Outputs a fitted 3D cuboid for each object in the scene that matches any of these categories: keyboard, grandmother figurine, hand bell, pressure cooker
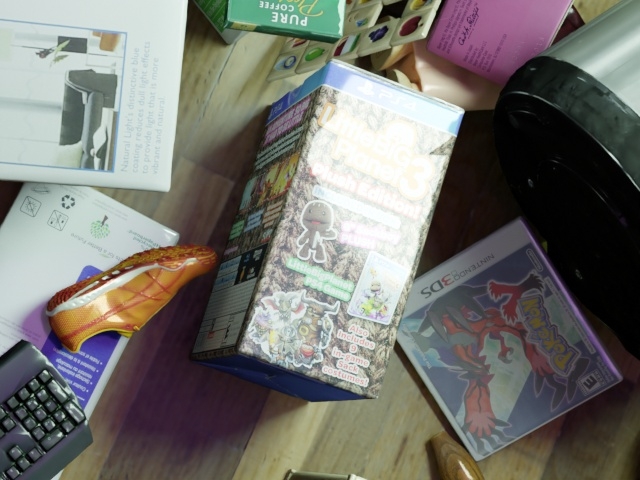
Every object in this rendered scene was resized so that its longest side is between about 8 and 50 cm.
[{"bbox_3d":[-0.383,0.205,1.457,0.317,0.033,0.201,-41,94,-17],"label":"keyboard"},{"bbox_3d":[0.227,-0.195,1.701,0.342,0.104,0.208,-2,86,-18],"label":"grandmother figurine"},{"bbox_3d":[0.185,0.308,1.643,0.126,0.126,0.242,-29,78,-16],"label":"hand bell"},{"bbox_3d":[0.425,-0.112,1.517,0.420,0.370,0.375,-33,92,-11],"label":"pressure cooker"}]

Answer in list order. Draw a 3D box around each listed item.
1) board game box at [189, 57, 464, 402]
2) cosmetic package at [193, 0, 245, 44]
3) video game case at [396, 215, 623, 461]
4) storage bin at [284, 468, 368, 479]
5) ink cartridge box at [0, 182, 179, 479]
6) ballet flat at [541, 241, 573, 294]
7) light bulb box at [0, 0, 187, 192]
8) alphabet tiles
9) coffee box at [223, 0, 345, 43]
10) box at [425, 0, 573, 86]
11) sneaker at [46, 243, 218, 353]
[{"bbox_3d":[0.000,0.000,1.544,0.141,0.232,0.291,20,79,-13],"label":"board game box"},{"bbox_3d":[-0.134,-0.399,1.573,0.155,0.197,0.365,-41,94,-13],"label":"cosmetic package"},{"bbox_3d":[0.187,0.105,1.645,0.183,0.023,0.201,-32,93,15],"label":"video game case"},{"bbox_3d":[0.005,0.355,1.489,0.123,0.262,0.260,25,78,-10],"label":"storage bin"},{"bbox_3d":[-0.285,0.104,1.544,0.165,0.065,0.332,29,76,-10],"label":"ink cartridge box"},{"bbox_3d":[0.321,-0.038,1.723,0.231,0.077,0.077,-42,66,-14],"label":"ballet flat"},{"bbox_3d":[-0.324,-0.180,1.395,0.361,0.358,0.225,4,97,-15],"label":"light bulb box"},{"bbox_3d":[0.060,-0.263,1.610,0.009,0.198,0.237,51,46,-30],"label":"alphabet tiles"},{"bbox_3d":[-0.028,-0.282,1.467,0.113,0.040,0.184,5,84,-13],"label":"coffee box"},{"bbox_3d":[0.224,-0.314,1.585,0.117,0.213,0.243,26,54,3],"label":"box"},{"bbox_3d":[-0.179,0.053,1.524,0.175,0.064,0.067,-24,110,-11],"label":"sneaker"}]
